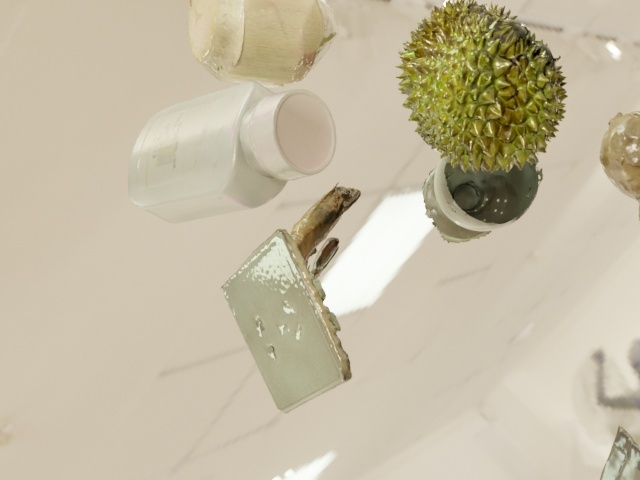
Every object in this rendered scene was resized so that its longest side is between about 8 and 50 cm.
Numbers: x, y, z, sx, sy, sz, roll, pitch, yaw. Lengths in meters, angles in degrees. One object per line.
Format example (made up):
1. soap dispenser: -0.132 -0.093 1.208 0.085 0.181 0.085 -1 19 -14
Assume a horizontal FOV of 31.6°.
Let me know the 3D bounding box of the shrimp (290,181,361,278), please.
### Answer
1. shrimp: 0.001 0.000 2.146 0.253 0.058 0.173 -47 -34 -39

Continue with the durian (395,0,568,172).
1. durian: 0.236 -0.220 1.654 0.224 0.291 0.291 -48 -18 15

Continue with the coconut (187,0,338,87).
1. coconut: -0.086 -0.342 1.778 0.234 0.224 0.224 0 -42 -32

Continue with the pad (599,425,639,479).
1. pad: 0.551 0.451 1.940 0.022 0.233 0.174 3 -66 -23

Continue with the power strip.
1. power strip: -0.028 0.096 1.390 0.064 0.198 0.213 -17 -11 -32

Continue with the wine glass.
1. wine glass: 0.297 -0.098 2.155 0.190 0.190 0.357 -42 -4 -9

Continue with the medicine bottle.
1. medicine bottle: -0.118 -0.115 1.446 0.111 0.161 0.296 28 -26 -37

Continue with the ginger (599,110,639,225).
1. ginger: 0.602 -0.076 1.924 0.155 0.304 0.244 -37 -40 24
